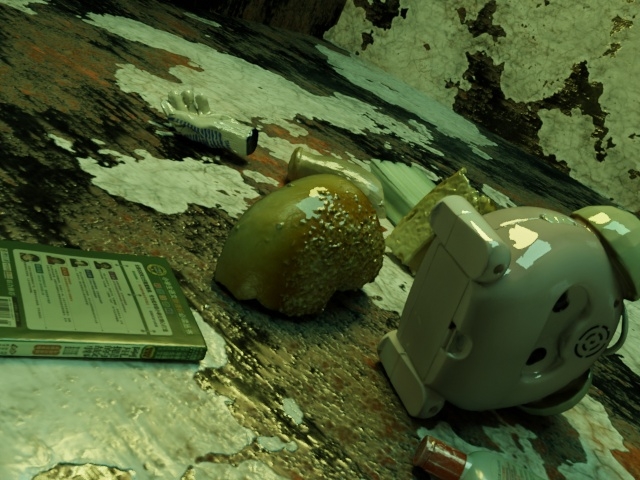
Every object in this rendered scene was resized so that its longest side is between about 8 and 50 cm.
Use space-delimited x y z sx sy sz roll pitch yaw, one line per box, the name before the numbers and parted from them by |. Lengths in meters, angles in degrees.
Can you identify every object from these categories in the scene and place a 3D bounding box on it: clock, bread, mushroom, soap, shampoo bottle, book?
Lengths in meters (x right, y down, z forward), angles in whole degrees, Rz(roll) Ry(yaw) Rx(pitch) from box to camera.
clock | 0.282 0.101 0.981 0.326 0.342 0.184 4 35 -27
bread | 0.291 -0.003 1.380 0.211 0.224 0.183 17 28 -39
mushroom | 0.045 -0.127 1.544 0.247 0.108 0.096 28 -18 2
soap | 0.216 -0.087 1.642 0.150 0.094 0.261 6 30 -28
shampoo bottle | 0.217 0.299 0.831 0.221 0.051 0.108 26 23 4
book | -0.288 0.071 0.849 0.264 0.027 0.202 8 27 -34
bread | 0.004 -0.004 1.096 0.314 0.192 0.171 -3 34 -49

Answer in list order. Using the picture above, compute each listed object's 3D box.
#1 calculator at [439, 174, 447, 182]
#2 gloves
calculator | 0.371 -0.059 1.714 0.165 0.028 0.274 48 11 -22
gloves | -0.244 -0.251 1.519 0.229 0.097 0.119 31 18 3
